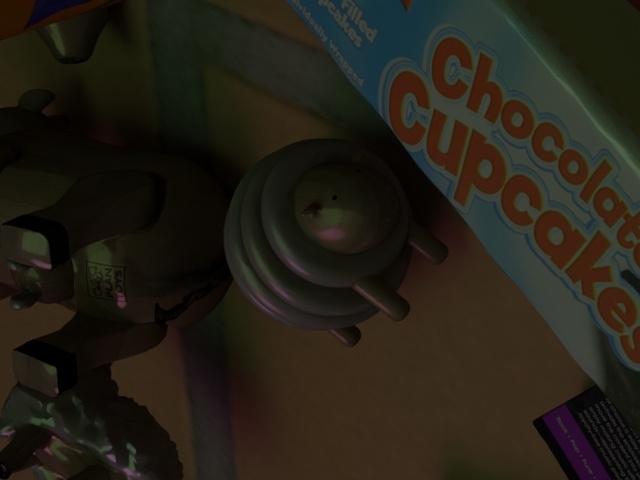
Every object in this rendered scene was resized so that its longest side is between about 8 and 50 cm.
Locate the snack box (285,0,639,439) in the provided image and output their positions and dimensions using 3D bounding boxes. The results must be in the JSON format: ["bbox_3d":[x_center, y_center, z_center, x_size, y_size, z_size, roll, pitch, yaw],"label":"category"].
[{"bbox_3d":[0.148,-0.001,0.349,0.322,0.187,0.060,53,146,20],"label":"snack box"}]

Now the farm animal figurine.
[{"bbox_3d":[-0.166,-0.046,0.818,0.326,0.172,0.330,33,129,24],"label":"farm animal figurine"}]

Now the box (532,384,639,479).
[{"bbox_3d":[0.154,0.085,0.545,0.116,0.029,0.162,59,149,9],"label":"box"}]

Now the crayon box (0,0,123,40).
[{"bbox_3d":[-0.083,-0.136,0.470,0.083,0.323,0.203,63,148,5],"label":"crayon box"}]

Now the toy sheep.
[{"bbox_3d":[0.000,0.000,0.665,0.091,0.091,0.132,62,153,6],"label":"toy sheep"}]
